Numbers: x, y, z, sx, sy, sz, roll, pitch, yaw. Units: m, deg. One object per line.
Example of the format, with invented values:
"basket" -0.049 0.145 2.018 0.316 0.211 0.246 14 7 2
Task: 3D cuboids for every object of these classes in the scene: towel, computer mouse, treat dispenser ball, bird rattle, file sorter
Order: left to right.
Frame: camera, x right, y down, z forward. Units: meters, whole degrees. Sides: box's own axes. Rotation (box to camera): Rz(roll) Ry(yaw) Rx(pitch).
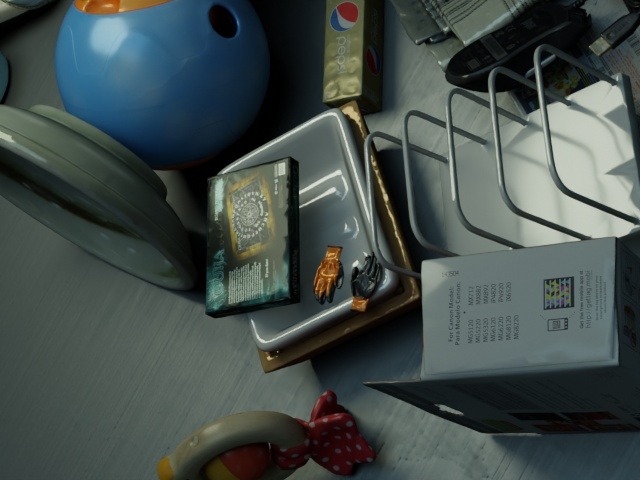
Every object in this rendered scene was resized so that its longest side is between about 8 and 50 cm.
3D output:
"treat dispenser ball" -0.212 -0.237 1.815 0.288 0.288 0.288 -11 68 28
"bird rattle" -0.075 0.265 1.605 0.254 0.207 0.143 -28 58 26
"towel" 0.214 -0.411 1.758 0.324 0.056 0.312 -38 58 16
"file sorter" 0.202 -0.075 1.534 0.278 0.173 0.192 -24 60 41
"computer mouse" 0.285 -0.228 1.599 0.262 0.060 0.184 -31 28 0

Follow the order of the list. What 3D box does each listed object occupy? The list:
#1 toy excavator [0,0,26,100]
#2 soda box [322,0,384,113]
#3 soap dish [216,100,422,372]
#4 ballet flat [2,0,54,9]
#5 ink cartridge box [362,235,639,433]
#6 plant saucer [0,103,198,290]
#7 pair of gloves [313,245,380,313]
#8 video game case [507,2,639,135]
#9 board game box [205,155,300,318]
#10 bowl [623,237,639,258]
"toy excavator" -0.570 -0.338 2.151 0.445 0.222 0.432 -13 66 12
"soda box" 0.045 -0.260 1.806 0.061 0.058 0.181 -8 68 29
"soap dish" 0.000 0.000 1.705 0.229 0.118 0.290 -28 61 21
"ballet flat" -0.341 -0.401 1.767 0.483 0.164 0.182 -17 31 40
"ink cartridge box" 0.230 0.113 1.405 0.272 0.309 0.130 -8 69 29
"plant saucer" -0.315 -0.079 1.767 0.401 0.400 0.100 21 74 35
"pair of gloves" 0.030 0.045 1.591 0.083 0.010 0.074 11 79 32
"video game case" 0.340 -0.160 1.611 0.183 0.023 0.201 -34 60 17
"board game box" -0.084 -0.003 1.669 0.126 0.026 0.186 -12 67 29
"bowl" 0.386 -0.032 1.518 0.142 0.053 0.142 -34 58 17
